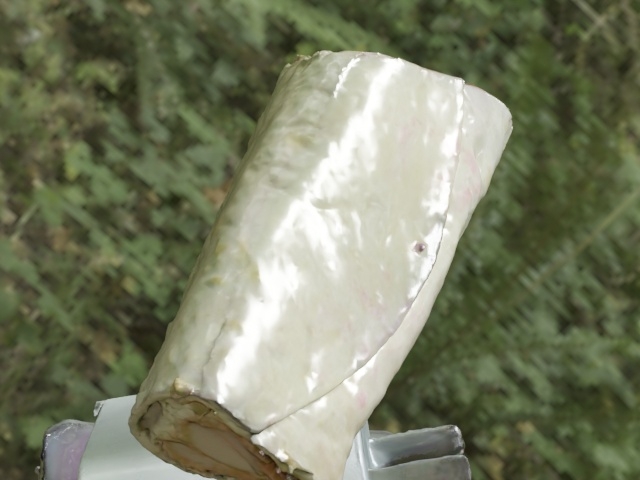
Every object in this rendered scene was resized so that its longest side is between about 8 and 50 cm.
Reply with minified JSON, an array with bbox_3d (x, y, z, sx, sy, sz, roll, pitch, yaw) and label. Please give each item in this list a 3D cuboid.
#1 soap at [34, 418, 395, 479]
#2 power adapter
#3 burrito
[{"bbox_3d":[-0.094,0.221,1.421,0.296,0.285,0.107,2,73,-8],"label":"soap"},{"bbox_3d":[-0.025,0.167,1.158,0.187,0.255,0.124,-90,172,-75],"label":"power adapter"},{"bbox_3d":[0.003,0.002,0.939,0.143,0.105,0.299,41,55,-21],"label":"burrito"}]
